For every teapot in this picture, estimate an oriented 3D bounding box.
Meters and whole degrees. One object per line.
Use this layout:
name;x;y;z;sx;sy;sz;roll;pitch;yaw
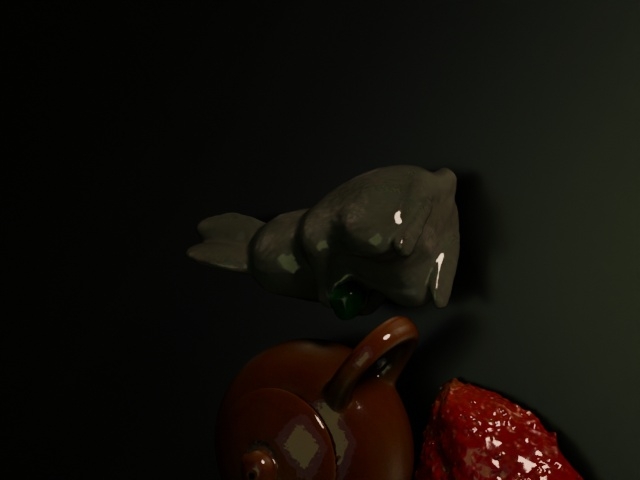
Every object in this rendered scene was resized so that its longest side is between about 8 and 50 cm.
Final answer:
teapot;-0.006;0.157;1.113;0.178;0.135;0.252;45;118;17

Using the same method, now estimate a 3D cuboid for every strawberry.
strawberry;0.134;0.193;1.090;0.146;0.082;0.187;-28;73;17

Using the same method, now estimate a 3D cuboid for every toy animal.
toy animal;0.009;0.005;1.146;0.236;0.108;0.138;-4;50;44
